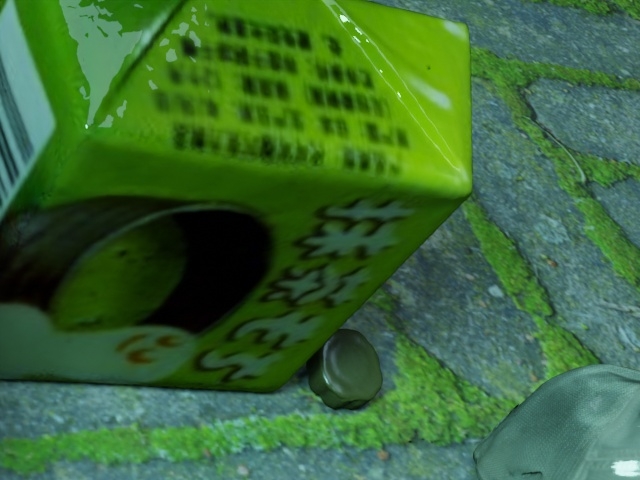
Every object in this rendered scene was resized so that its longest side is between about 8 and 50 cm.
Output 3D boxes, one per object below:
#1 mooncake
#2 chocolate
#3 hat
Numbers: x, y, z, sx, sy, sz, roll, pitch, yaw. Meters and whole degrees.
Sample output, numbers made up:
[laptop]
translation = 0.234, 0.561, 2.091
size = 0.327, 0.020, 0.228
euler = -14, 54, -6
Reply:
[mooncake]
translation = 0.008, -0.009, 1.110
size = 0.150, 0.057, 0.347
euler = 38, 30, -11
[chocolate]
translation = -0.086, -0.025, 0.860
size = 0.288, 0.301, 0.137
euler = 6, 55, -31
[hat]
translation = 0.214, 0.202, 0.917
size = 0.232, 0.161, 0.275
euler = 16, 40, -13
